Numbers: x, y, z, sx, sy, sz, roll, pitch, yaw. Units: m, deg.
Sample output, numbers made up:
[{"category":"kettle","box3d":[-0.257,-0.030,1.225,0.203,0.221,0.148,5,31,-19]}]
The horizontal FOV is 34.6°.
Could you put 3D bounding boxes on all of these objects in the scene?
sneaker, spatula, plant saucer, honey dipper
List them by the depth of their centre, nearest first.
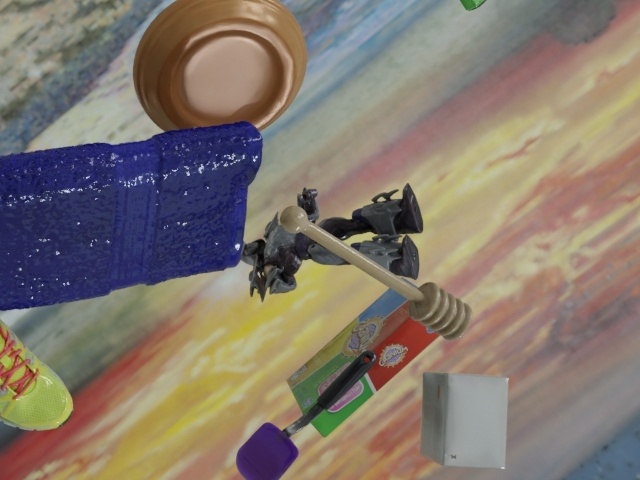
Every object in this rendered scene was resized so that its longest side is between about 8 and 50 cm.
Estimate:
[{"category":"honey dipper","box3d":[0.037,0.022,0.697,0.030,0.160,0.030,-41,-148,33]},{"category":"sneaker","box3d":[-0.356,0.132,1.123,0.081,0.208,0.094,-53,-173,-28]},{"category":"plant saucer","box3d":[-0.107,-0.186,1.146,0.200,0.200,0.037,-38,-136,10]},{"category":"spatula","box3d":[-0.016,0.281,1.676,0.296,0.084,0.030,-42,158,-19]}]

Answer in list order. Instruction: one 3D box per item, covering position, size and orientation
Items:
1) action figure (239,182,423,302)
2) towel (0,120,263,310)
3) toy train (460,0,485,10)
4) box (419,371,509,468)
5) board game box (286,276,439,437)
[{"category":"action figure","box3d":[0.000,0.000,1.451,0.285,0.099,0.185,-7,-129,22]},{"category":"towel","box3d":[-0.221,-0.029,1.054,0.308,0.076,0.228,-11,146,-22]},{"category":"toy train","box3d":[0.127,-0.193,0.736,0.083,0.024,0.017,-42,-164,-24]},{"category":"box","box3d":[0.206,0.259,1.499,0.170,0.091,0.130,135,-41,-81]},{"category":"board game box","box3d":[0.087,0.213,1.953,0.316,0.064,0.242,-42,-168,-3]}]
